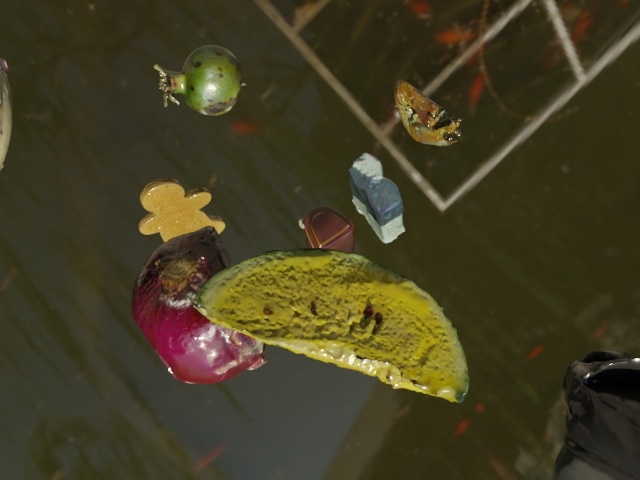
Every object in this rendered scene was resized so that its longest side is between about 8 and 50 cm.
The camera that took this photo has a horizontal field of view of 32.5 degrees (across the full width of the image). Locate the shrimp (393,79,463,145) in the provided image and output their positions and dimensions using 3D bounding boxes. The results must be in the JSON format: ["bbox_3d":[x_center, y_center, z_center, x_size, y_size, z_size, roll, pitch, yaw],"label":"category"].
[{"bbox_3d":[0.171,-0.209,1.827,0.051,0.217,0.115,-36,113,-7],"label":"shrimp"}]

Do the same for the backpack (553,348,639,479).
[{"bbox_3d":[0.454,0.281,1.206,0.255,0.446,0.363,-61,163,12],"label":"backpack"}]

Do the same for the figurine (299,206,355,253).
[{"bbox_3d":[0.001,0.000,1.900,0.082,0.098,0.154,-37,159,-16],"label":"figurine"}]

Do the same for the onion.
[{"bbox_3d":[-0.136,0.101,1.324,0.140,0.195,0.218,-32,138,-7],"label":"onion"}]

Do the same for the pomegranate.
[{"bbox_3d":[-0.239,-0.315,2.224,0.169,0.148,0.148,-25,149,-14],"label":"pomegranate"}]

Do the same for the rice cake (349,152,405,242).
[{"bbox_3d":[0.071,-0.051,1.387,0.040,0.085,0.226,-34,171,-2],"label":"rice cake"}]

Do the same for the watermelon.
[{"bbox_3d":[0.017,0.087,1.166,0.129,0.301,0.123,-57,161,-64],"label":"watermelon"}]

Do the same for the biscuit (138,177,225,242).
[{"bbox_3d":[-0.286,-0.054,2.182,0.158,0.035,0.240,-29,146,-1],"label":"biscuit"}]

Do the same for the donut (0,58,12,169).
[{"bbox_3d":[-0.569,-0.165,1.421,0.382,0.382,0.142,-45,172,9],"label":"donut"}]
